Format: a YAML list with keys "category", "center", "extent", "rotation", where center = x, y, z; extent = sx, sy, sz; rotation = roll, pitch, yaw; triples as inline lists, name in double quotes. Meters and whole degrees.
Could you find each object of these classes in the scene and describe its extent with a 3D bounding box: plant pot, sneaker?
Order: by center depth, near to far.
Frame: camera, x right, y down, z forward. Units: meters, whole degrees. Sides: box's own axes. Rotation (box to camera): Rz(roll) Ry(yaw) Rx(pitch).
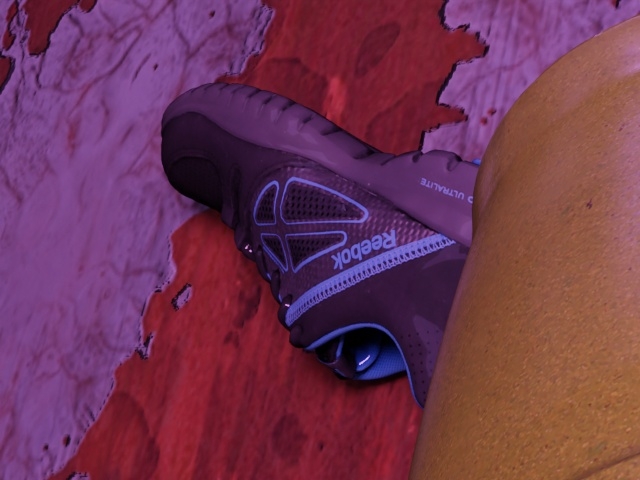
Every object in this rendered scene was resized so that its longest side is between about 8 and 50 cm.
- category: "plant pot"
  center: [0.186, 0.097, 0.768]
  extent: [0.366, 0.366, 0.353]
  rotation: [-33, 35, 27]
- category: "sneaker"
  center: [0.000, 0.000, 1.140]
  extent: [0.341, 0.125, 0.139]
  rotation: [21, 87, 51]
